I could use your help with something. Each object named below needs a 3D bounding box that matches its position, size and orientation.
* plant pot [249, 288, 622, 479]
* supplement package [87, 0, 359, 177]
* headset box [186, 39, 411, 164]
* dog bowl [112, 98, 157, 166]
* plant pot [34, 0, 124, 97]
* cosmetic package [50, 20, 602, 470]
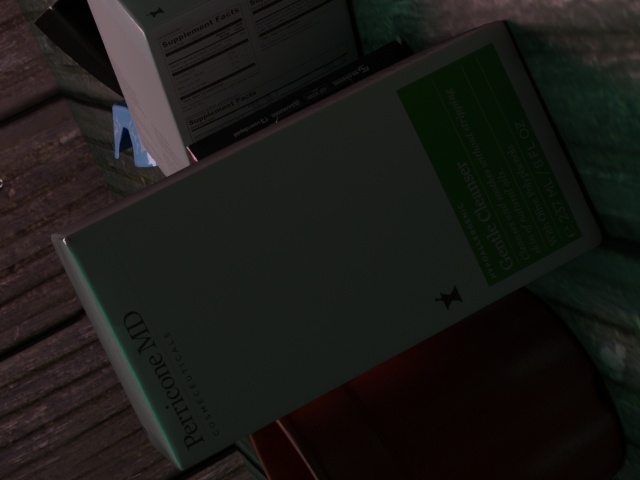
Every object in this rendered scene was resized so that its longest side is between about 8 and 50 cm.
[{"bbox_3d":[0.107,0.188,1.331,0.272,0.265,0.272,57,165,23],"label":"plant pot"},{"bbox_3d":[-0.090,-0.186,1.456,0.199,0.198,0.262,49,162,44],"label":"supplement package"},{"bbox_3d":[0.013,-0.030,1.346,0.110,0.218,0.293,53,165,32],"label":"headset box"},{"bbox_3d":[-0.190,-0.160,1.974,0.297,0.166,0.074,-159,54,-70],"label":"dog bowl"},{"bbox_3d":[-0.226,-0.273,1.855,0.167,0.187,0.188,52,168,-13],"label":"plant pot"},{"bbox_3d":[0.000,0.000,1.137,0.197,0.365,0.155,63,167,-7],"label":"cosmetic package"}]
